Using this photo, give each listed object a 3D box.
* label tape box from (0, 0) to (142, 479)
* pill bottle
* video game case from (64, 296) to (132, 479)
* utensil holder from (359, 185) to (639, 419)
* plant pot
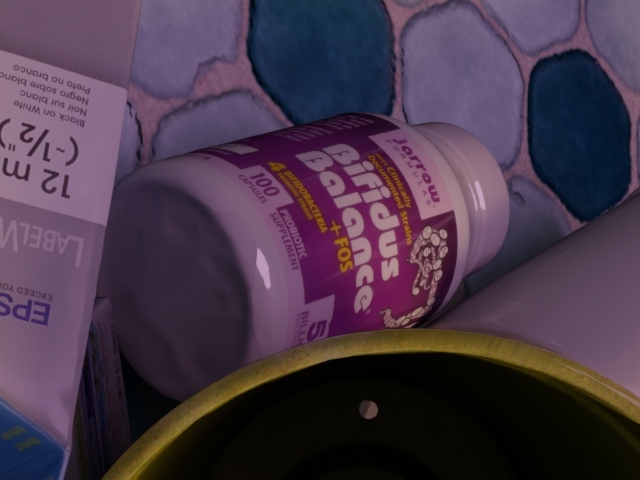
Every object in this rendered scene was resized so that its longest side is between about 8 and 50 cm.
[{"bbox_3d":[-0.207,0.019,0.899,0.115,0.249,0.348,18,68,-23],"label":"label tape box"},{"bbox_3d":[0.000,0.000,1.191,0.301,0.169,0.169,-19,95,-47],"label":"pill bottle"},{"bbox_3d":[-0.137,0.153,1.012,0.193,0.023,0.212,-81,165,-83],"label":"video game case"},{"bbox_3d":[0.262,0.140,1.322,0.385,0.327,0.327,-28,101,-44],"label":"utensil holder"},{"bbox_3d":[0.033,0.211,0.949,0.366,0.353,0.366,0,94,-3],"label":"plant pot"}]
